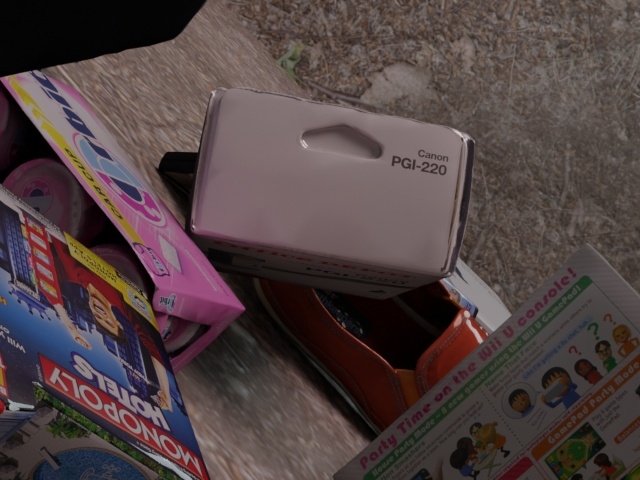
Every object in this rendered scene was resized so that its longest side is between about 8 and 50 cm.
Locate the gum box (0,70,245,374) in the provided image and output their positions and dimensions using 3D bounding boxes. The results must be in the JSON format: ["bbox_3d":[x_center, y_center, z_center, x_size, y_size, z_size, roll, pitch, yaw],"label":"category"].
[{"bbox_3d":[-0.129,-0.011,0.664,0.188,0.062,0.107,50,9,19],"label":"gum box"}]

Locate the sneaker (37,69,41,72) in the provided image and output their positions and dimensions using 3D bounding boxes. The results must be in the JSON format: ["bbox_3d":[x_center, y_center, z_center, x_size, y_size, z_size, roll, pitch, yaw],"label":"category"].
[{"bbox_3d":[-0.232,-0.201,0.921,0.153,0.094,0.235,41,-4,21],"label":"sneaker"}]

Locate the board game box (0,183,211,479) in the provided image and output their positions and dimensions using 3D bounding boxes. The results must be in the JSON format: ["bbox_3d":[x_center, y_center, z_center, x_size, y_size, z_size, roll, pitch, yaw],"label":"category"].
[{"bbox_3d":[-0.129,0.040,0.445,0.194,0.060,0.194,41,11,-34],"label":"board game box"}]

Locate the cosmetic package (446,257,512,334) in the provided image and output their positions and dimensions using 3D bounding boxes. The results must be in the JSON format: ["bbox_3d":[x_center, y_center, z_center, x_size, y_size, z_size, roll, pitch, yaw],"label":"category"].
[{"bbox_3d":[0.127,0.066,1.476,0.377,0.097,0.284,41,13,-33],"label":"cosmetic package"}]

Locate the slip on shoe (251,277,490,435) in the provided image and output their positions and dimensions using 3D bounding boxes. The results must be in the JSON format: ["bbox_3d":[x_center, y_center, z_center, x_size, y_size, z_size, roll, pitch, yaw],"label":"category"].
[{"bbox_3d":[0.089,0.100,0.964,0.331,0.123,0.101,42,-28,-1],"label":"slip on shoe"}]

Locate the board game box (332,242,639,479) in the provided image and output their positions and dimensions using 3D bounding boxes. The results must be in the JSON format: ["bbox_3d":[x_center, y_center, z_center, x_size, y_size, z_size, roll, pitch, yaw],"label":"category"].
[{"bbox_3d":[0.172,0.183,0.709,0.097,0.224,0.303,36,14,-48],"label":"board game box"}]

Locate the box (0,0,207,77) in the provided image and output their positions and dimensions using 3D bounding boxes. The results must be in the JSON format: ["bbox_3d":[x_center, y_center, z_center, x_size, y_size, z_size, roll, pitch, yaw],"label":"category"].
[{"bbox_3d":[-0.216,-0.265,0.188,0.472,0.297,0.480,49,29,6],"label":"box"}]

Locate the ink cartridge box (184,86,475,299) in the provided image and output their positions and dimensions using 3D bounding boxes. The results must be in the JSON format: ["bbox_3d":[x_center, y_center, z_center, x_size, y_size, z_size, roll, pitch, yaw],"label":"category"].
[{"bbox_3d":[-0.005,-0.022,0.809,0.158,0.092,0.218,10,-9,-6],"label":"ink cartridge box"}]

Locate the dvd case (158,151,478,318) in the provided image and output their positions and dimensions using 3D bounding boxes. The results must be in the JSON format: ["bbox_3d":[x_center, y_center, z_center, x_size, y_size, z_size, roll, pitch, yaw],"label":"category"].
[{"bbox_3d":[0.000,0.000,1.075,0.180,0.022,0.253,5,-26,45],"label":"dvd case"}]
